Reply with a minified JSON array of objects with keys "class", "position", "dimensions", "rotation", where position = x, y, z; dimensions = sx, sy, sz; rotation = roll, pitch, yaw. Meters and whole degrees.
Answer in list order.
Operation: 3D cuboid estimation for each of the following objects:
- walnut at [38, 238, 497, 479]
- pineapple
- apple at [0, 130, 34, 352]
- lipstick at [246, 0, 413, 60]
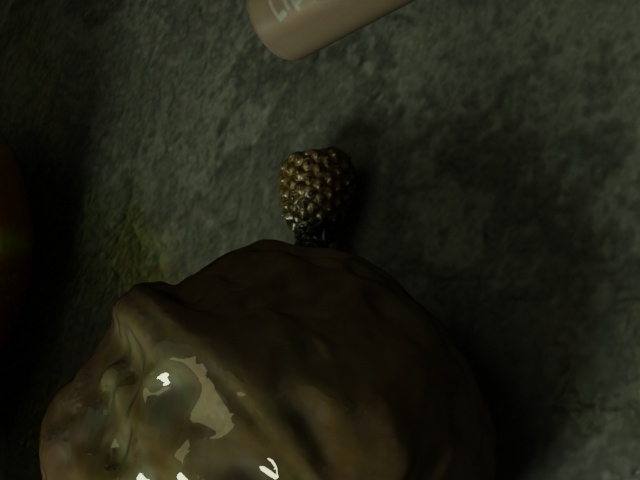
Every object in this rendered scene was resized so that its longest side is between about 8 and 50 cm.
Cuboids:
[{"class":"walnut","position":[-0.037,0.123,1.018],"dimensions":[0.273,0.227,0.273],"rotation":[-28,51,41]},{"class":"pineapple","position":[0.000,0.000,1.172],"dimensions":[0.058,0.058,0.124],"rotation":[-22,62,38]},{"class":"apple","position":[-0.405,0.003,1.376],"dimensions":[0.339,0.339,0.340],"rotation":[-22,57,38]},{"class":"lipstick","position":[0.062,-0.202,1.187],"dimensions":[0.254,0.070,0.070],"rotation":[-23,56,37]}]
